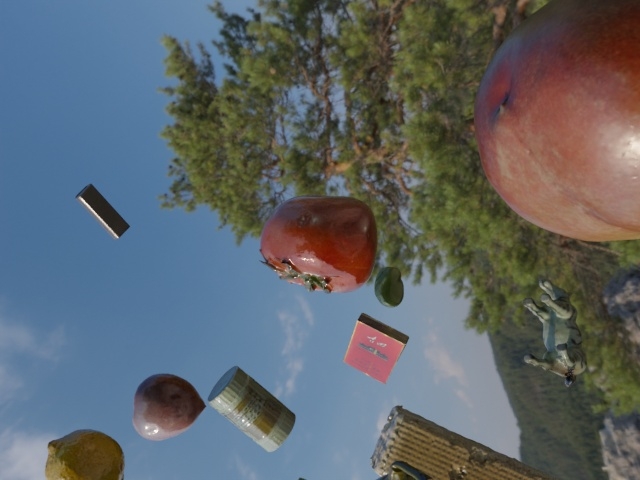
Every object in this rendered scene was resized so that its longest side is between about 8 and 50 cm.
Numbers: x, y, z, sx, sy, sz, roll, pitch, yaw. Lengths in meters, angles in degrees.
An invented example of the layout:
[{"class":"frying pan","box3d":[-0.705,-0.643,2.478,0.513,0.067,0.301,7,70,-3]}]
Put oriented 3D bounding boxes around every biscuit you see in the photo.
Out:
[{"class":"biscuit","box3d":[0.318,0.489,0.961,0.078,0.425,0.144,154,140,-81]}]

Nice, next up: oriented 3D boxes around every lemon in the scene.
[{"class":"lemon","box3d":[-0.686,0.657,1.355,0.256,0.188,0.188,42,-146,-26]}]

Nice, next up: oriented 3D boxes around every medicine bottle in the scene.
[{"class":"medicine bottle","box3d":[-0.070,0.172,0.473,0.083,0.047,0.047,43,-151,-11]}]

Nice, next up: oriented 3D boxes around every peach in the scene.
[{"class":"peach","box3d":[0.262,-0.114,0.403,0.252,0.252,0.253,-16,-90,-69]}]

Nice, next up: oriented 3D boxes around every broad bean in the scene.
[{"class":"broad bean","box3d":[0.138,0.093,0.926,0.045,0.063,0.083,154,118,-72]}]

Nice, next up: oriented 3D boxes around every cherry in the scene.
[{"class":"cherry","box3d":[-0.558,0.607,1.681,0.206,0.239,0.240,51,-151,-69]}]

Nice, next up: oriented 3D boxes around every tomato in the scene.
[{"class":"tomato","box3d":[0.000,0.000,1.313,0.341,0.341,0.273,44,-125,-53]}]

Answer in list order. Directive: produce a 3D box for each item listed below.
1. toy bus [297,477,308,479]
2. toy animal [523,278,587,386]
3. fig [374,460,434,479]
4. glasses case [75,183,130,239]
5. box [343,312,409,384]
[{"class":"toy bus","box3d":[-0.078,0.933,1.621,0.175,0.101,0.088,-48,-37,-39]},{"class":"toy animal","box3d":[0.482,0.164,0.949,0.170,0.089,0.255,41,-130,-24]},{"class":"fig","box3d":[0.110,0.414,0.696,0.148,0.142,0.187,-63,-41,-83]},{"class":"glasses case","box3d":[-0.722,-0.093,1.532,0.191,0.042,0.072,57,-140,-30]},{"class":"box","box3d":[0.094,0.193,0.813,0.023,0.090,0.133,-52,-17,-44]}]
